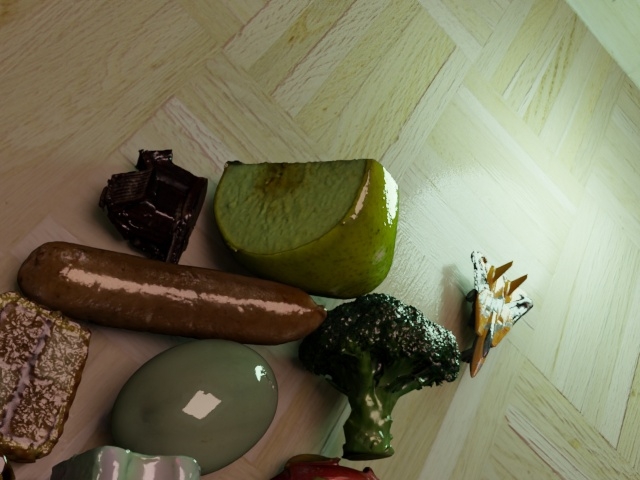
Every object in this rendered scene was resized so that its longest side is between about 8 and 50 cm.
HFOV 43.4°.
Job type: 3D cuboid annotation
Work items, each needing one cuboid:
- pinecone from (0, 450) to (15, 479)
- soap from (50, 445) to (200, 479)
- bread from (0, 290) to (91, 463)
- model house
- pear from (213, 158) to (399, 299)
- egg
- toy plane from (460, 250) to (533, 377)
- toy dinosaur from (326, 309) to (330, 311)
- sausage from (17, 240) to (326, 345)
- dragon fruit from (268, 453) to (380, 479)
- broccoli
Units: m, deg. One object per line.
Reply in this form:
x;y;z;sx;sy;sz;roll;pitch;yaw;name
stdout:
-0.537;0.289;0.887;0.397;0.397;0.398;17;60;-31;pinecone
-0.285;0.511;1.022;0.156;0.261;0.446;17;61;-32;soap
-0.443;0.198;1.160;0.181;0.096;0.222;26;57;-26;bread
-0.291;-0.068;1.408;0.164;0.141;0.203;21;34;-6;model house
0.000;0.000;1.493;0.318;0.342;0.239;40;59;-50;pear
-0.191;0.259;1.255;0.282;0.203;0.203;-14;78;-39;egg
0.373;0.186;1.810;0.204;0.103;0.316;40;57;-14;toy plane
0.046;0.166;1.587;0.154;0.049;0.055;32;88;-21;toy dinosaur
-0.233;0.095;1.317;0.500;0.136;0.123;12;61;-20;sausage
0.038;0.493;1.311;0.305;0.225;0.306;16;62;-33;dragon fruit
0.111;0.239;1.443;0.297;0.297;0.297;15;64;-32;broccoli
